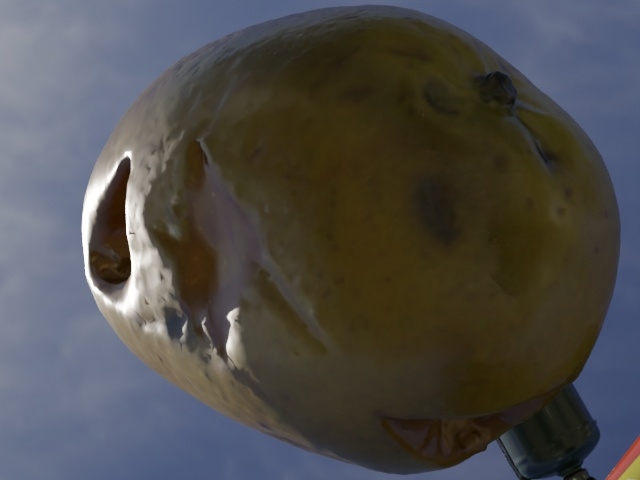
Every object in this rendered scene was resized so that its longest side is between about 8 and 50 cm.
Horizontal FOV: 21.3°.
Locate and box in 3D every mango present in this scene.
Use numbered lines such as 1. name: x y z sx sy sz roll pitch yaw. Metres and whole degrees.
1. mango: 0.000 0.000 0.952 0.182 0.253 0.365 -11 -174 -41

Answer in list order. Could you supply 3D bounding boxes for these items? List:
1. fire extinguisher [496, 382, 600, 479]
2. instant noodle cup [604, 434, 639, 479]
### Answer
1. fire extinguisher: 0.203 0.152 1.655 0.118 0.093 0.294 -36 -105 29
2. instant noodle cup: 0.251 0.197 1.044 0.213 0.213 0.174 26 -110 29
